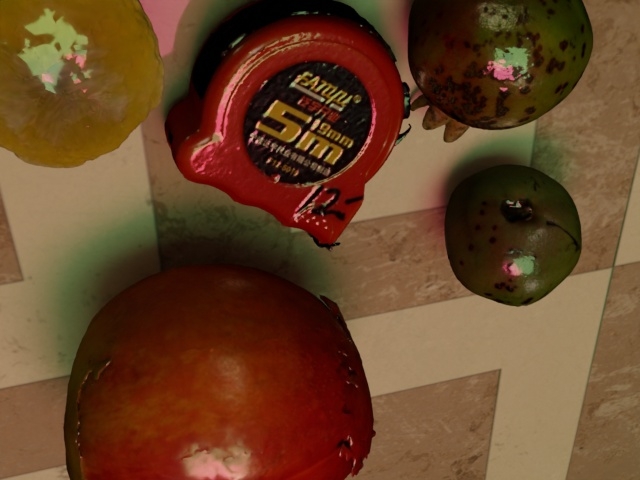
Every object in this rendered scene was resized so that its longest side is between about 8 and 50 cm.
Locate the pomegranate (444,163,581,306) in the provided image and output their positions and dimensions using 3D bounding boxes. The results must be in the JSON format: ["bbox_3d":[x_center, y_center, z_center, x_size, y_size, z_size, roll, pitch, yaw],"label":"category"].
[{"bbox_3d":[0.242,-0.009,1.182,0.179,0.210,0.180,0,95,-1],"label":"pomegranate"}]

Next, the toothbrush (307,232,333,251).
[{"bbox_3d":[0.000,0.000,1.134,0.008,0.097,0.006,-22,109,-10],"label":"toothbrush"}]

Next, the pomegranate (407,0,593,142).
[{"bbox_3d":[0.174,-0.213,1.000,0.198,0.246,0.198,2,86,-28],"label":"pomegranate"}]

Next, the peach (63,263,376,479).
[{"bbox_3d":[-0.115,0.197,1.081,0.369,0.370,0.370,-10,127,-13],"label":"peach"}]

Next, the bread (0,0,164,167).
[{"bbox_3d":[-0.250,-0.183,0.862,0.197,0.171,0.197,-10,129,-13],"label":"bread"}]

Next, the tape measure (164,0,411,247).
[{"bbox_3d":[-0.026,-0.140,1.012,0.253,0.114,0.260,24,110,-31],"label":"tape measure"}]
